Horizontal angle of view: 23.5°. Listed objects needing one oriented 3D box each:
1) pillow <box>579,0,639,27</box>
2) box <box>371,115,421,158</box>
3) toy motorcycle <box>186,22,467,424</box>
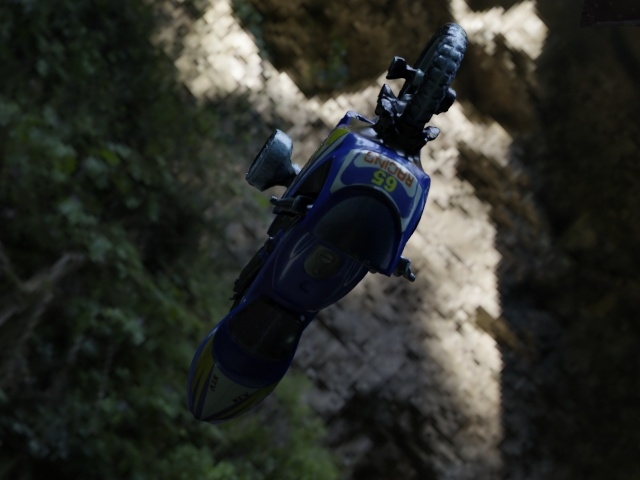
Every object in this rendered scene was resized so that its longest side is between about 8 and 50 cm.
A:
[{"bbox_3d":[0.423,-0.306,1.942,0.118,0.185,0.043,92,-6,-55],"label":"pillow"},{"bbox_3d":[0.081,-0.103,1.704,0.040,0.083,0.154,4,-4,-7],"label":"box"},{"bbox_3d":[0.000,0.000,0.985,0.113,0.169,0.315,30,-50,-9],"label":"toy motorcycle"}]
